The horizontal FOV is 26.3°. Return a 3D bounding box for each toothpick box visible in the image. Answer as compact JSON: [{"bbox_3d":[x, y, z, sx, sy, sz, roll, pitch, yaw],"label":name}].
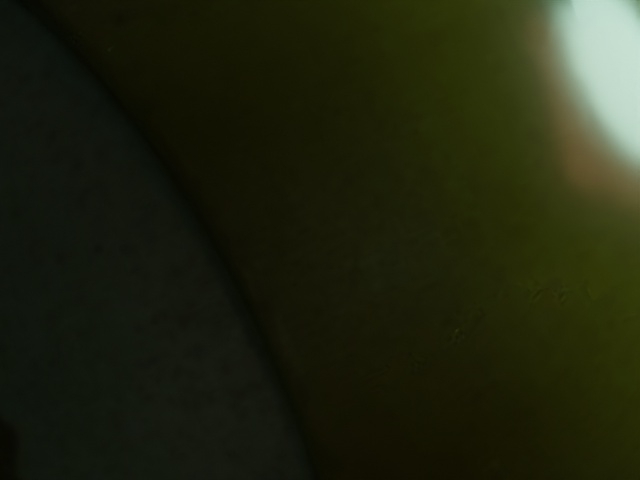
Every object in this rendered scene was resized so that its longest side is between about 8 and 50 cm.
[{"bbox_3d":[0.000,0.000,0.631,0.409,0.425,0.409,51,25,-36],"label":"toothpick box"}]
